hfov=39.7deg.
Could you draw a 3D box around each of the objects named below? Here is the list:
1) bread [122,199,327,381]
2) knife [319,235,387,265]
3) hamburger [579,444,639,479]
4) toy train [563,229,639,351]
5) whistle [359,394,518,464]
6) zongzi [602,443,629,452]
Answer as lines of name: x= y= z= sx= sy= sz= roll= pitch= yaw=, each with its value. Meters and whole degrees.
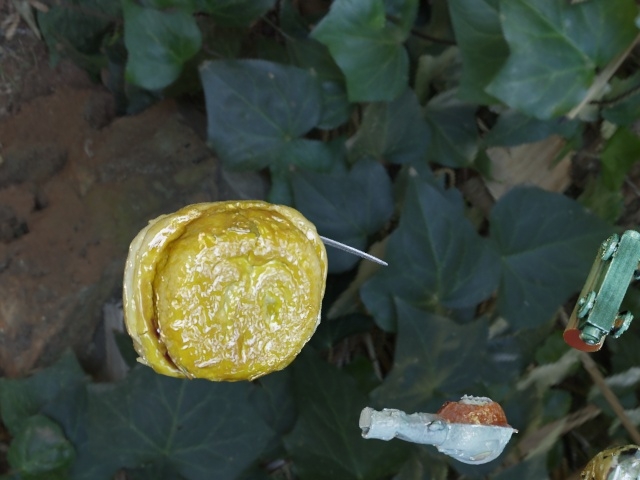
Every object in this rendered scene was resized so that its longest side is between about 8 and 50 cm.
bread: x=-0.098 y=0.054 z=0.980 sx=0.236 sy=0.120 sz=0.198 roll=-5 pitch=104 yaw=-28
knife: x=-0.001 y=-0.001 z=1.517 sx=0.032 sy=0.244 sz=0.058 roll=-67 pitch=160 yaw=-12
hamburger: x=0.441 y=0.419 z=1.242 sx=0.167 sy=0.192 sz=0.288 roll=6 pitch=86 yaw=-2
toy train: x=0.619 y=0.113 z=1.928 sx=0.286 sy=0.116 sz=0.177 roll=-60 pitch=175 yaw=-24
whistle: x=0.240 y=0.363 z=1.734 sx=0.346 sy=0.142 sz=0.134 roll=10 pitch=98 yaw=-23
zongzi: x=0.519 y=0.556 z=1.416 sx=0.323 sy=0.360 sz=0.160 roll=-50 pitch=174 yaw=1
